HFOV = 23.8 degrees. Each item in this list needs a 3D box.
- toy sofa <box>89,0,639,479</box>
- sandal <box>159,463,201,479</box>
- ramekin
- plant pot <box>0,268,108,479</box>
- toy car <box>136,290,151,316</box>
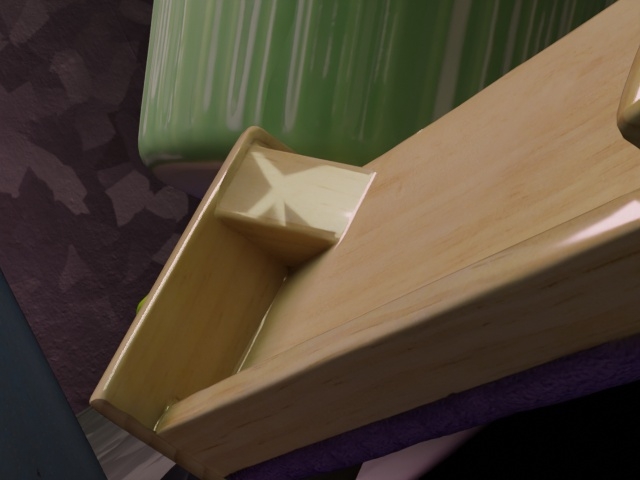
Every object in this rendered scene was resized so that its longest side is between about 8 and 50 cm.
[{"bbox_3d":[0.083,0.009,0.506,0.362,0.177,0.150,-30,29,57],"label":"toy sofa"},{"bbox_3d":[-0.161,0.193,0.837,0.254,0.054,0.097,-35,3,-31],"label":"sandal"},{"bbox_3d":[0.050,-0.082,0.791,0.303,0.148,0.303,10,-5,1],"label":"ramekin"},{"bbox_3d":[-0.315,0.116,0.990,0.341,0.334,0.341,-33,1,0],"label":"plant pot"},{"bbox_3d":[-0.083,0.081,1.261,0.155,0.149,0.188,-49,0,-40],"label":"toy car"}]
